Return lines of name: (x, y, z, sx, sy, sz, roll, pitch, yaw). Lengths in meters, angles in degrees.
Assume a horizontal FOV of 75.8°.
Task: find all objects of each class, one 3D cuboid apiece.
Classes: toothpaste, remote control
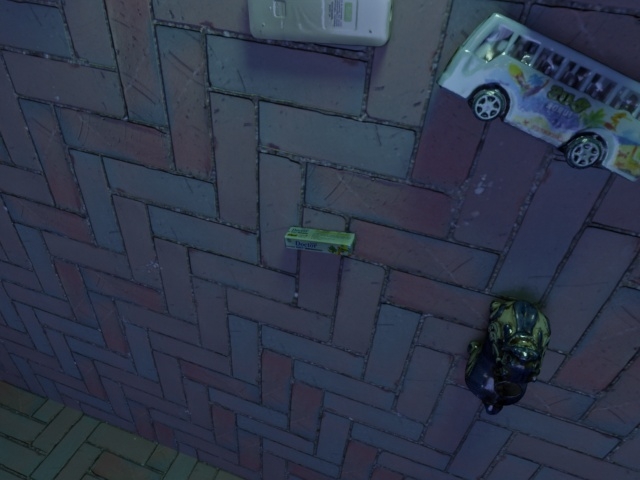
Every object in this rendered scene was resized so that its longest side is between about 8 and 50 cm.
toothpaste: (0.000, 0.000, 0.953, 0.164, 0.046, 0.034, 7, 129, 17)
remote control: (-0.004, -0.386, 0.687, 0.249, 0.034, 0.103, 11, 127, 16)

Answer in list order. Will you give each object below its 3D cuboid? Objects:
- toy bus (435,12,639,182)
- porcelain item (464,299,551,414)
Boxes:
toy bus: (0.348, -0.216, 0.623, 0.329, 0.109, 0.136, 27, 120, 2)
porcelain item: (0.407, 0.266, 0.888, 0.137, 0.186, 0.288, 13, 129, 11)
